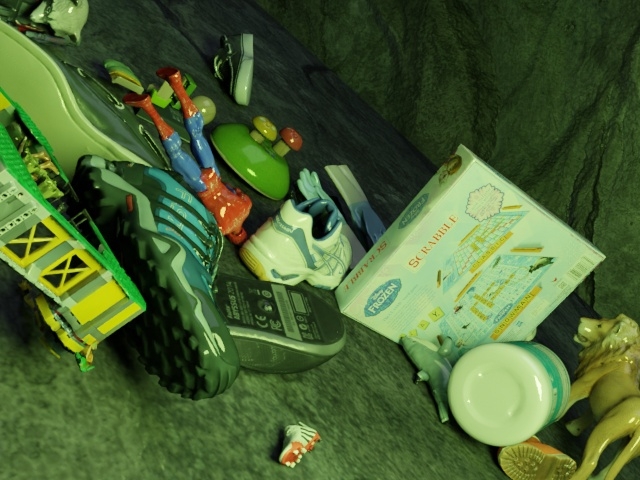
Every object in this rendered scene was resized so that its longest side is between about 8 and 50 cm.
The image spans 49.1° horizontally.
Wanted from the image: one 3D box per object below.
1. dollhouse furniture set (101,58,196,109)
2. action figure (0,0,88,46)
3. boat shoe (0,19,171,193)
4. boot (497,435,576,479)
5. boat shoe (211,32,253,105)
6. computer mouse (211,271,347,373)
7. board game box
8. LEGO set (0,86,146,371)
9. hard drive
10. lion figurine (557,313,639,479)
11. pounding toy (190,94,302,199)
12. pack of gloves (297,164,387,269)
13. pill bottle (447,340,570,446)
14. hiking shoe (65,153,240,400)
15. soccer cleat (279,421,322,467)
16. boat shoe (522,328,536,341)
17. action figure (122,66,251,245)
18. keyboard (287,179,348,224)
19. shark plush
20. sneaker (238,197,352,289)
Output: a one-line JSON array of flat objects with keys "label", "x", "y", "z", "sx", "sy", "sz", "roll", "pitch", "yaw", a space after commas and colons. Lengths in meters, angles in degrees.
[{"label": "dollhouse furniture set", "x": -0.294, "y": -0.283, "z": 1.215, "sx": 0.151, "sy": 0.058, "sz": 0.076, "roll": 22, "pitch": 25, "yaw": -43}, {"label": "action figure", "x": -0.486, "y": -0.395, "z": 1.007, "sx": 0.330, "sy": 0.178, "sz": 0.341, "roll": 31, "pitch": 16, "yaw": 3}, {"label": "boat shoe", "x": -0.298, "y": -0.142, "z": 0.854, "sx": 0.340, "sy": 0.127, "sz": 0.113, "roll": 39, "pitch": 17, "yaw": -9}, {"label": "boot", "x": 0.313, "y": 0.330, "z": 1.081, "sx": 0.158, "sy": 0.059, "sz": 0.084, "roll": 22, "pitch": 8, "yaw": -34}, {"label": "boat shoe", "x": -0.217, "y": -0.427, "z": 1.717, "sx": 0.102, "sy": 0.108, "sz": 0.301, "roll": 3, "pitch": 42, "yaw": -8}, {"label": "computer mouse", "x": -0.100, "y": 0.091, "z": 0.808, "sx": 0.272, "sy": 0.072, "sz": 0.188, "roll": 18, "pitch": 28, "yaw": -23}, {"label": "board game box", "x": 0.243, "y": 0.055, "z": 1.144, "sx": 0.318, "sy": 0.319, "sz": 0.066, "roll": 32, "pitch": 19, "yaw": -26}, {"label": "LEGO set", "x": -0.313, "y": -0.020, "z": 0.559, "sx": 0.331, "sy": 0.192, "sz": 0.255, "roll": 52, "pitch": -8, "yaw": 22}, {"label": "hard drive", "x": -0.270, "y": -0.220, "z": 1.246, "sx": 0.135, "sy": 0.022, "sz": 0.094, "roll": 26, "pitch": 23, "yaw": -36}, {"label": "lion figurine", "x": 0.527, "y": 0.298, "z": 1.257, "sx": 0.142, "sy": 0.240, "sz": 0.392, "roll": 36, "pitch": 20, "yaw": -12}, {"label": "pounding toy", "x": -0.120, "y": -0.195, "z": 1.301, "sx": 0.237, "sy": 0.110, "sz": 0.183, "roll": 46, "pitch": 14, "yaw": -1}, {"label": "pack of gloves", "x": 0.043, "y": -0.042, "z": 1.390, "sx": 0.195, "sy": 0.046, "sz": 0.232, "roll": -11, "pitch": 66, "yaw": -53}, {"label": "pill bottle", "x": 0.304, "y": 0.230, "z": 1.093, "sx": 0.146, "sy": 0.146, "sz": 0.264, "roll": 49, "pitch": 16, "yaw": 24}, {"label": "hiking shoe", "x": -0.138, "y": 0.015, "z": 0.684, "sx": 0.132, "sy": 0.113, "sz": 0.304, "roll": -7, "pitch": 48, "yaw": -39}, {"label": "soccer cleat", "x": -0.028, "y": 0.210, "z": 0.727, "sx": 0.035, "sy": 0.029, "sz": 0.083, "roll": 37, "pitch": 14, "yaw": 18}, {"label": "boat shoe", "x": 0.381, "y": 0.184, "z": 1.472, "sx": 0.305, "sy": 0.091, "sz": 0.109, "roll": -7, "pitch": 86, "yaw": -63}, {"label": "action figure", "x": -0.187, "y": -0.104, "z": 0.978, "sx": 0.139, "sy": 0.091, "sz": 0.280, "roll": 19, "pitch": -34, "yaw": 44}, {"label": "keyboard", "x": -0.013, "y": -0.065, "z": 1.394, "sx": 0.192, "sy": 0.038, "sz": 0.100, "roll": 4, "pitch": 63, "yaw": -62}, {"label": "shark plush", "x": 0.170, "y": 0.219, "z": 1.093, "sx": 0.067, "sy": 0.073, "sz": 0.161, "roll": 12, "pitch": 49, "yaw": -19}, {"label": "sneaker", "x": 0.000, "y": 0.000, "z": 1.098, "sx": 0.112, "sy": 0.131, "sz": 0.296, "roll": 43, "pitch": 17, "yaw": 16}]
